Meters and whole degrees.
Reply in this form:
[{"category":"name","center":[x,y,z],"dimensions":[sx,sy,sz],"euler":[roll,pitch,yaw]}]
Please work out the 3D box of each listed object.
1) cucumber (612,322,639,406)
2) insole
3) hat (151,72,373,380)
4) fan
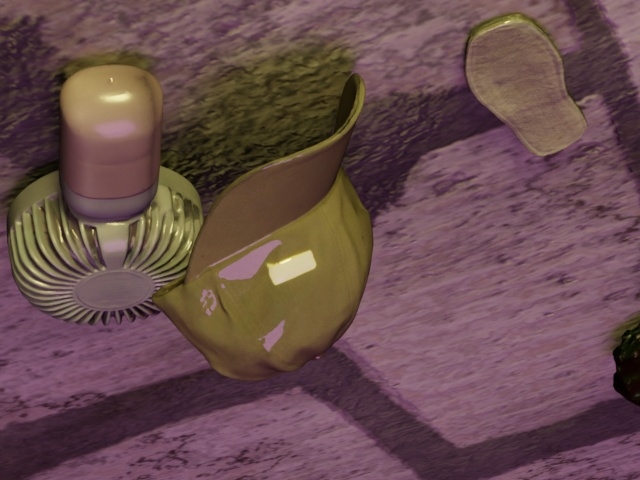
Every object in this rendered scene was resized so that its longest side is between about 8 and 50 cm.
[{"category":"cucumber","center":[0.381,0.063,1.547],"dimensions":[0.096,0.096,0.359],"euler":[13,148,-43]},{"category":"insole","center":[0.135,-0.098,1.177],"dimensions":[0.063,0.010,0.192],"euler":[-19,154,14]},{"category":"hat","center":[0.000,0.000,1.125],"dimensions":[0.166,0.144,0.173],"euler":[-42,-170,-30]},{"category":"fan","center":[-0.133,-0.029,1.140],"dimensions":[0.130,0.074,0.244],"euler":[-3,149,-11]}]
